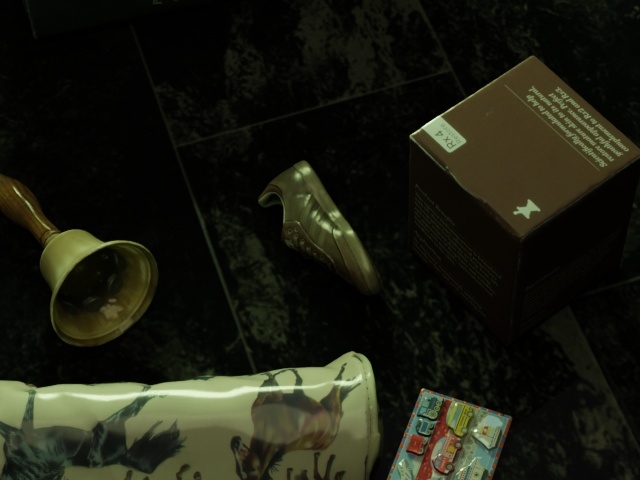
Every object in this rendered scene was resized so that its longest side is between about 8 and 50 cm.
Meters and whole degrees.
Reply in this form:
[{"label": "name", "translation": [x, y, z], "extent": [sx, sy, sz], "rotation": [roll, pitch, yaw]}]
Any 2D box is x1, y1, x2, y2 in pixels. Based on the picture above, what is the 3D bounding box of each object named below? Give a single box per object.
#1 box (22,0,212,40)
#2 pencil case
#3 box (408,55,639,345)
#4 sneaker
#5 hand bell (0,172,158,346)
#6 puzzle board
[{"label": "box", "translation": [-0.177, -0.547, 2.017], "extent": [0.472, 0.297, 0.480], "rotation": [-12, 57, -8]}, {"label": "pencil case", "translation": [-0.145, 0.198, 1.596], "extent": [0.410, 0.183, 0.160], "rotation": [-4, 84, 0]}, {"label": "box", "translation": [0.203, -0.038, 1.714], "extent": [0.167, 0.203, 0.168], "rotation": [-33, 61, -19]}, {"label": "sneaker", "translation": [0.000, 0.000, 1.791], "extent": [0.071, 0.066, 0.188], "rotation": [-33, 54, 1]}, {"label": "hand bell", "translation": [-0.290, -0.004, 1.787], "extent": [0.126, 0.126, 0.242], "rotation": [-34, 49, -19]}, {"label": "puzzle board", "translation": [0.126, 0.213, 1.662], "extent": [0.096, 0.011, 0.128], "rotation": [16, 58, 13]}]
